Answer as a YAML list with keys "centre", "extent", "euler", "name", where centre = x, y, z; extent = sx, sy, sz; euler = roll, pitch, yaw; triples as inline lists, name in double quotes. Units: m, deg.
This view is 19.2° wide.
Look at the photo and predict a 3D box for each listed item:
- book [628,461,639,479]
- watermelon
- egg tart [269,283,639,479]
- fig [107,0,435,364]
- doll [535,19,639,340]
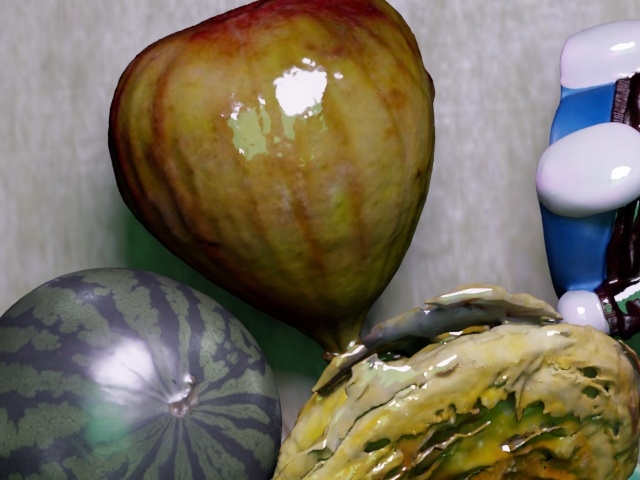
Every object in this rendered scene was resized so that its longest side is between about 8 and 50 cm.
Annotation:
- centre: [0.156, 0.247, 1.284]
  extent: [0.322, 0.018, 0.228]
  euler: [23, 83, 2]
  name: "book"
- centre: [-0.129, 0.120, 1.201]
  extent: [0.212, 0.212, 0.212]
  euler: [0, 83, -1]
  name: "watermelon"
- centre: [0.069, 0.141, 1.189]
  extent: [0.297, 0.297, 0.132]
  euler: [-27, 44, -4]
  name: "egg tart"
- centre: [0.000, 0.000, 1.230]
  extent: [0.217, 0.217, 0.321]
  euler: [-22, 97, -3]
  name: "fig"
- centre: [0.306, -0.018, 1.218]
  extent: [0.310, 0.240, 0.284]
  euler: [2, 51, 14]
  name: "doll"
